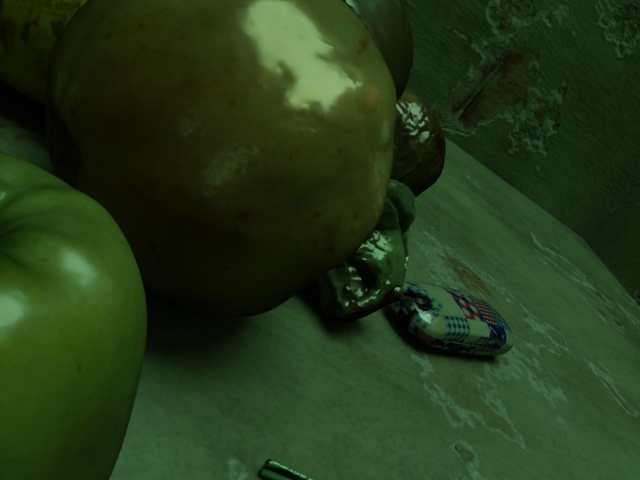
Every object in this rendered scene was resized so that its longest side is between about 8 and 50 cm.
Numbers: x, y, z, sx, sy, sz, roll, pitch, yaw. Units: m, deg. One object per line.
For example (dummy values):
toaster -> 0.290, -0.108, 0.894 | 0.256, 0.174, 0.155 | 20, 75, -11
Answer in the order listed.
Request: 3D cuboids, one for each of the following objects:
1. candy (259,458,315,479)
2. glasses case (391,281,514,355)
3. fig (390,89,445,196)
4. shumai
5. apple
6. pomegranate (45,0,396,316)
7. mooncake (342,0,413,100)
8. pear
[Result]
candy -> 0.057, 0.279, 0.655 | 0.262, 0.073, 0.077 | 28, 5, -10
glasses case -> 0.246, 0.145, 1.190 | 0.327, 0.076, 0.125 | 15, 33, -45
fig -> 0.110, -0.161, 1.457 | 0.286, 0.286, 0.369 | 38, 53, -4
shumai -> 0.000, 0.000, 0.990 | 0.260, 0.222, 0.225 | 15, -5, 33
apple -> -0.226, 0.069, 0.371 | 0.262, 0.262, 0.262 | 33, 22, -15
pomegranate -> -0.098, -0.120, 0.741 | 0.411, 0.411, 0.411 | 33, 22, -15
mooncake -> -0.020, -0.259, 0.939 | 0.284, 0.284, 0.155 | 39, 43, 0
pear -> -0.337, -0.306, 0.883 | 0.280, 0.281, 0.281 | 33, 22, -15
